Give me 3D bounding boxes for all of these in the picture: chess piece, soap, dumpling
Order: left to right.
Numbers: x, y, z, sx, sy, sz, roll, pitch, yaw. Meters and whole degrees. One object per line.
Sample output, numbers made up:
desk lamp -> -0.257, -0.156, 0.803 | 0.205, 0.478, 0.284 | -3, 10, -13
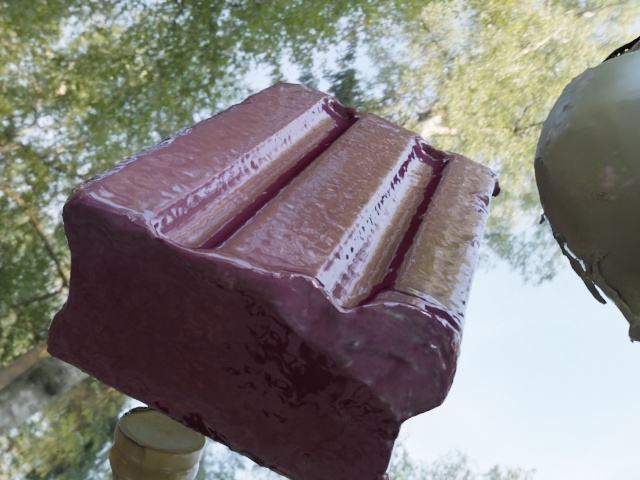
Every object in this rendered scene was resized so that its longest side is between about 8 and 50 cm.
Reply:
chess piece -> -0.127, 0.187, 0.507 | 0.066, 0.066, 0.122 | 22, -80, 24
soap -> 0.000, 0.000, 0.540 | 0.232, 0.359, 0.128 | 25, -63, 7
dumpling -> 0.212, -0.044, 0.390 | 0.142, 0.247, 0.172 | 32, -53, -27
